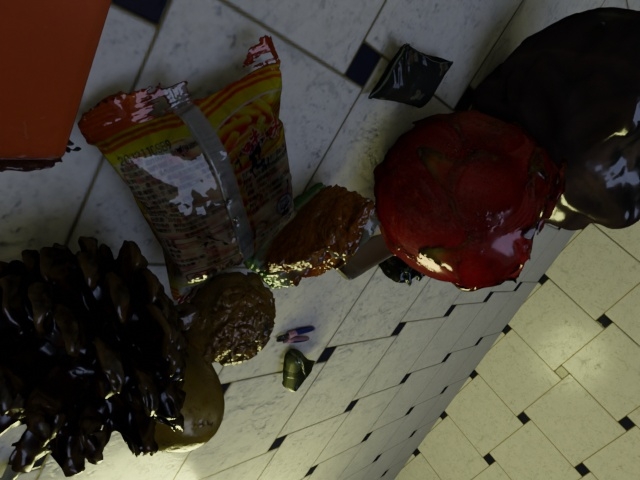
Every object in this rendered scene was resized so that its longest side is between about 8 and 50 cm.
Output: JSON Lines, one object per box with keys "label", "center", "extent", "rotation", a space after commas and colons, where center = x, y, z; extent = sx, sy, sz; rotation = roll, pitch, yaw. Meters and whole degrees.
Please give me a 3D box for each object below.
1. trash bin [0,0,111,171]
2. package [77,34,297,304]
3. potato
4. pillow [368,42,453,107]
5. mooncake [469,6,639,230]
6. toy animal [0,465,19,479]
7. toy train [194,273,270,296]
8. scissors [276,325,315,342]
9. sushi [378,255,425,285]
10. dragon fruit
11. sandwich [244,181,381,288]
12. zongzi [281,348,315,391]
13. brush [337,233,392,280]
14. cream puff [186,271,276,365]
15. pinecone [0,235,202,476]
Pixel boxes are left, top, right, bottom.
{"label": "trash bin", "center": [-0.204, -0.175, 0.314], "extent": [0.184, 0.161, 0.238], "rotation": [-12, 141, -44]}
{"label": "package", "center": [-0.114, -0.065, 0.582], "extent": [0.223, 0.108, 0.288], "rotation": [-38, 146, -24]}
{"label": "potato", "center": [-0.223, 0.243, 0.743], "extent": [0.178, 0.158, 0.203], "rotation": [-38, 143, -19]}
{"label": "pillow", "center": [0.142, -0.245, 0.755], "extent": [0.150, 0.048, 0.090], "rotation": [-9, 129, -50]}
{"label": "mooncake", "center": [0.454, -0.198, 0.895], "extent": [0.212, 0.351, 0.381], "rotation": [-41, 126, -23]}
{"label": "toy animal", "center": [-0.450, 0.362, 0.662], "extent": [0.124, 0.071, 0.085], "rotation": [-54, 148, 8]}
{"label": "toy train", "center": [-0.137, 0.092, 0.788], "extent": [0.071, 0.038, 0.148], "rotation": [-55, 147, 9]}
{"label": "scissors", "center": [-0.053, 0.200, 1.034], "extent": [0.113, 0.012, 0.039], "rotation": [3, 122, -52]}
{"label": "sushi", "center": [0.188, 0.057, 1.110], "extent": [0.083, 0.085, 0.056], "rotation": [-21, 138, -36]}
{"label": "dragon fruit", "center": [0.242, -0.071, 0.840], "extent": [0.296, 0.302, 0.295], "rotation": [-37, 145, -31]}
{"label": "sandwich", "center": [-0.007, 0.006, 0.745], "extent": [0.185, 0.160, 0.109], "rotation": [-45, 131, -22]}
{"label": "zongzi", "center": [-0.038, 0.265, 1.098], "extent": [0.113, 0.052, 0.104], "rotation": [-34, 142, -47]}
{"label": "brush", "center": [0.155, 0.003, 1.036], "extent": [0.321, 0.060, 0.050], "rotation": [-27, 153, -32]}
{"label": "cream puff", "center": [-0.122, 0.118, 0.703], "extent": [0.126, 0.103, 0.144], "rotation": [-12, 137, -40]}
{"label": "pinecone", "center": [-0.252, 0.117, 0.506], "extent": [0.257, 0.243, 0.243], "rotation": [-14, 145, 2]}
